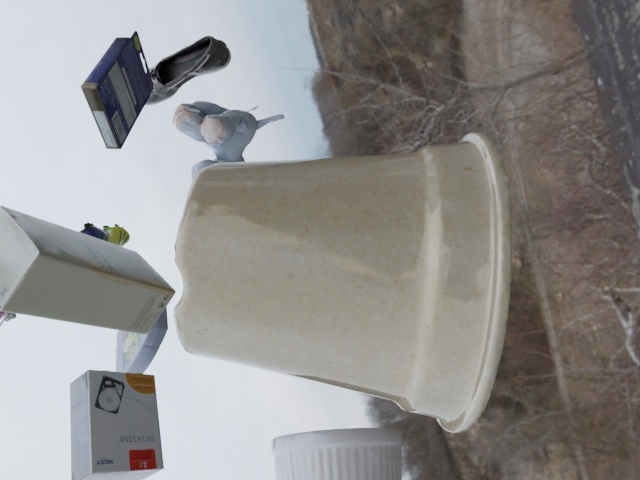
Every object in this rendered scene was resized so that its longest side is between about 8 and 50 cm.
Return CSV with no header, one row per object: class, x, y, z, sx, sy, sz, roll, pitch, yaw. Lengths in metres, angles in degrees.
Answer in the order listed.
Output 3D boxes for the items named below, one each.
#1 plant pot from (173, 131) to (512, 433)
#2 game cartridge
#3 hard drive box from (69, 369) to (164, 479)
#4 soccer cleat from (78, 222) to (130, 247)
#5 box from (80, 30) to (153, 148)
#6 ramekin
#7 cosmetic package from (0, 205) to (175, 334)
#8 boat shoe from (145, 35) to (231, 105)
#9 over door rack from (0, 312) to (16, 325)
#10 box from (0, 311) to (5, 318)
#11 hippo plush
plant pot,0.010,0.033,0.604,0.334,0.306,0.333,5,-90,-90
game cartridge,-0.520,0.278,1.512,0.060,0.294,0.196,13,-141,-37
hard drive box,-0.476,0.432,1.228,0.181,0.089,0.232,21,-138,-47
soccer cleat,-0.636,0.016,1.560,0.121,0.093,0.289,59,-179,1
box,-0.393,-0.302,1.040,0.136,0.037,0.225,86,-171,-46
ramekin,0.028,0.356,0.807,0.207,0.207,0.109,64,-160,-62
cosmetic package,-0.432,0.065,0.946,0.160,0.113,0.309,36,-179,29
boat shoe,-0.427,-0.508,1.551,0.095,0.335,0.112,25,-134,-69
over door rack,-1.072,0.216,1.590,0.240,0.324,0.108,39,-160,-14
box,-0.922,0.155,1.270,0.243,0.213,0.117,41,-177,11
hippo plush,-0.296,-0.263,1.520,0.294,0.234,0.236,-23,-51,-50
